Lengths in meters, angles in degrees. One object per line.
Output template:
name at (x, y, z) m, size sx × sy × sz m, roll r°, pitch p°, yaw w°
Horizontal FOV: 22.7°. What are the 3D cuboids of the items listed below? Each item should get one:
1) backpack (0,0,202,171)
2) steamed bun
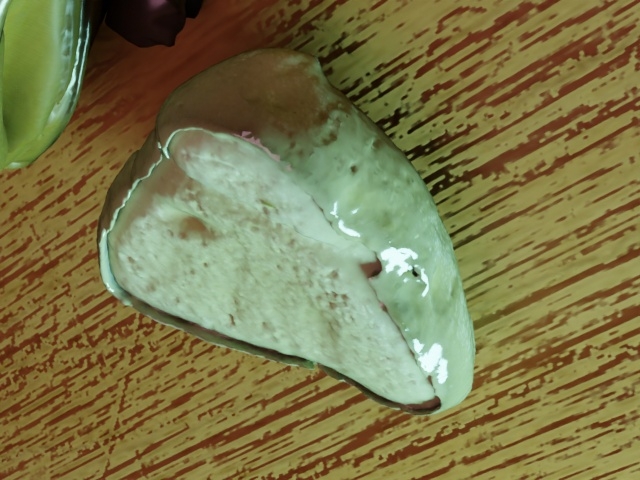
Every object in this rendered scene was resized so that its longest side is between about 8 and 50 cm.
backpack at (-0.243, -0.195, 0.806) m, size 0.353 × 0.201 × 0.378 m, roll 28°, pitch 133°, yaw 11°
steamed bun at (-0.010, -0.020, 0.855) m, size 0.231 × 0.110 × 0.212 m, roll 21°, pitch 147°, yaw 12°
